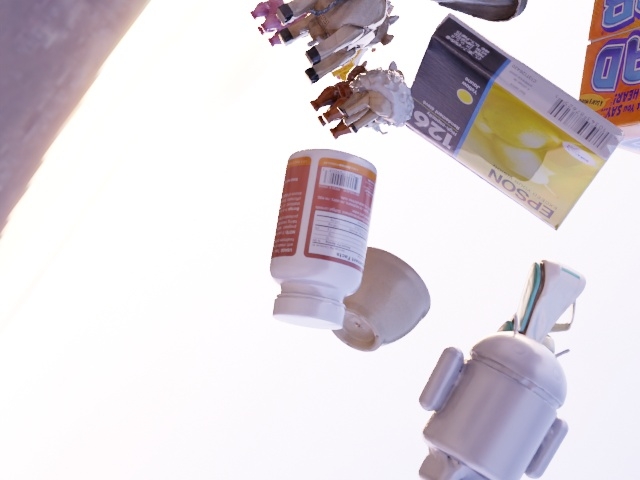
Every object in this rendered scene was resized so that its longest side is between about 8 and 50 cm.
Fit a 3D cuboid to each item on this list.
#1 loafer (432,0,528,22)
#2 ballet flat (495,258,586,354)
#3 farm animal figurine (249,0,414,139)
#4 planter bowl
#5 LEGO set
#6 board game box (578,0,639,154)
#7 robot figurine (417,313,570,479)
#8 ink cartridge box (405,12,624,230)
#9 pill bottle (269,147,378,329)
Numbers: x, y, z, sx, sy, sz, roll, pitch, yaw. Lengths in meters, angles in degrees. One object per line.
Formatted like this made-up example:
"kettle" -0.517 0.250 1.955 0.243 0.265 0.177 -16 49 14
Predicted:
"loafer" 0.192 -0.384 1.813 0.087 0.251 0.094 -79 -169 -47
"ballet flat" 0.464 0.198 2.596 0.139 0.139 0.400 -69 178 -45
"farm animal figurine" 0.021 -0.318 1.684 0.172 0.330 0.327 -33 -169 -5
"planter bowl" 0.076 0.103 1.875 0.162 0.162 0.109 -32 -164 52
"LEGO set" 0.091 -0.322 2.323 0.107 0.132 0.287 70 14 -63
"board game box" 0.722 -0.335 2.139 0.356 0.357 0.356 -6 -108 65
"robot figurine" 0.320 0.316 2.216 0.353 0.300 0.200 -57 -161 -8
"ink cartridge box" 0.263 -0.150 1.791 0.072 0.304 0.307 -49 169 -28
"pill bottle" 0.000 0.000 1.543 0.121 0.121 0.216 -17 -120 64
